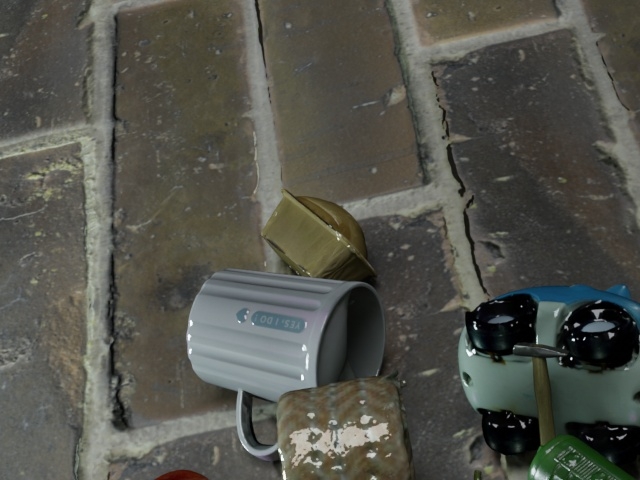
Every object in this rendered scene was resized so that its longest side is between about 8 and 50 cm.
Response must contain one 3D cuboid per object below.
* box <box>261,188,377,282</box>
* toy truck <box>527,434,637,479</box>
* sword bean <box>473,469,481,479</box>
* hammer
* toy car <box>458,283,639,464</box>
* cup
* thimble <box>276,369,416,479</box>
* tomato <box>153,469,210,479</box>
[{"bbox_3d":[0.000,0.000,2.291,0.111,0.111,0.177,-33,44,-20],"label":"box"},{"bbox_3d":[0.323,0.304,1.827,0.101,0.125,0.242,-34,45,-22],"label":"toy truck"},{"bbox_3d":[0.179,0.294,1.969,0.012,0.012,0.083,-8,43,9],"label":"sword bean"},{"bbox_3d":[0.253,0.205,1.908,0.062,0.199,0.013,2,22,29],"label":"hammer"},{"bbox_3d":[0.289,0.137,1.983,0.255,0.188,0.190,1,26,29],"label":"toy car"},{"bbox_3d":[-0.056,0.136,2.107,0.202,0.167,0.221,9,44,30],"label":"cup"},{"bbox_3d":[0.037,0.255,1.895,0.148,0.229,0.196,-9,56,4],"label":"thimble"},{"bbox_3d":[-0.161,0.320,1.986,0.139,0.091,0.159,-34,46,-19],"label":"tomato"}]
